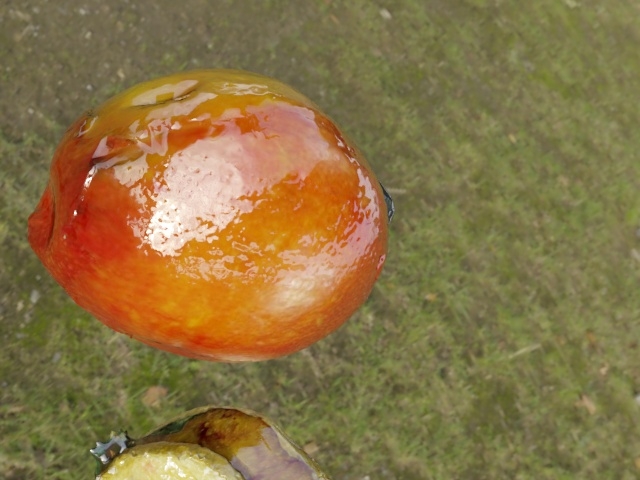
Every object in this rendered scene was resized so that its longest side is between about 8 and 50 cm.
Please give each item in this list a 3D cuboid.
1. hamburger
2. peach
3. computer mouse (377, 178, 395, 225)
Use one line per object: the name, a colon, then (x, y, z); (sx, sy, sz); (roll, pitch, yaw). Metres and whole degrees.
hamburger: (-0.083, 0.285, 0.957); (0.309, 0.211, 0.132); (48, 17, 10)
peach: (-0.111, -0.024, 1.011); (0.372, 0.372, 0.290); (19, 74, -38)
computer mouse: (0.000, 0.000, 1.427); (0.170, 0.100, 0.269); (43, 56, -26)
